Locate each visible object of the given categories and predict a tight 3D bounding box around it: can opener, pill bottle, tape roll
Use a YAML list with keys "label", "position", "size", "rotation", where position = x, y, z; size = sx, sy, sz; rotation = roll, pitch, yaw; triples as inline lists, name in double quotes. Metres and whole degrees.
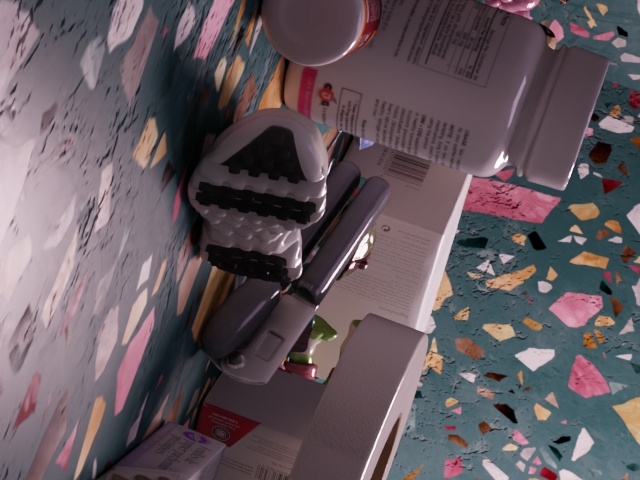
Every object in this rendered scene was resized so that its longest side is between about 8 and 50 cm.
- label: "can opener"
  position: [-0.019, 0.028, 1.611]
  size: [0.280, 0.074, 0.093]
  rotation: [-53, 167, -30]
- label: "pill bottle"
  position: [0.006, -0.195, 1.348]
  size: [0.152, 0.086, 0.086]
  rotation: [-45, 153, -74]
- label: "pill bottle"
  position: [0.121, -0.155, 1.533]
  size: [0.160, 0.283, 0.160]
  rotation: [20, 90, -83]
- label: "tape roll"
  position: [0.018, 0.270, 1.705]
  size: [0.392, 0.072, 0.392]
  rotation: [19, 90, -82]

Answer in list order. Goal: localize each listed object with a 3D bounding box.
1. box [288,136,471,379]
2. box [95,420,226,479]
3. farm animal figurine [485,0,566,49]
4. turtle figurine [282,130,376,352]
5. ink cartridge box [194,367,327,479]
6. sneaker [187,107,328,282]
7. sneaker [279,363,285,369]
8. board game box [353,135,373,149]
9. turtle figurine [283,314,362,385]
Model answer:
- label: "box"
  position: [0.087, 0.021, 2.219]
  size: [0.215, 0.168, 0.345]
  rotation: [-64, 170, -45]
- label: "box"
  position: [-0.152, 0.225, 1.360]
  size: [0.324, 0.063, 0.067]
  rotation: [-33, 143, -79]
- label: "farm animal figurine"
  position: [0.208, -0.224, 2.039]
  size: [0.327, 0.172, 0.330]
  rotation: [-37, -165, 38]
- label: "turtle figurine"
  position: [0.000, 0.000, 1.754]
  size: [0.175, 0.118, 0.234]
  rotation: [-54, 168, -67]
- label: "ink cartridge box"
  position: [-0.072, 0.242, 1.754]
  size: [0.127, 0.128, 0.176]
  rotation: [-56, 165, -63]
- label: "sneaker"
  position: [-0.046, -0.058, 1.306]
  size: [0.292, 0.110, 0.118]
  rotation: [114, -10, -72]
- label: "sneaker"
  position: [-0.082, 0.188, 1.929]
  size: [0.057, 0.047, 0.119]
  rotation: [-46, -168, 46]
- label: "board game box"
  position: [0.035, -0.157, 1.722]
  size: [0.090, 0.020, 0.090]
  rotation: [92, -25, -68]
- label: "turtle figurine"
  position: [-0.001, 0.243, 2.024]
  size: [0.274, 0.198, 0.266]
  rotation: [-61, 170, -74]
